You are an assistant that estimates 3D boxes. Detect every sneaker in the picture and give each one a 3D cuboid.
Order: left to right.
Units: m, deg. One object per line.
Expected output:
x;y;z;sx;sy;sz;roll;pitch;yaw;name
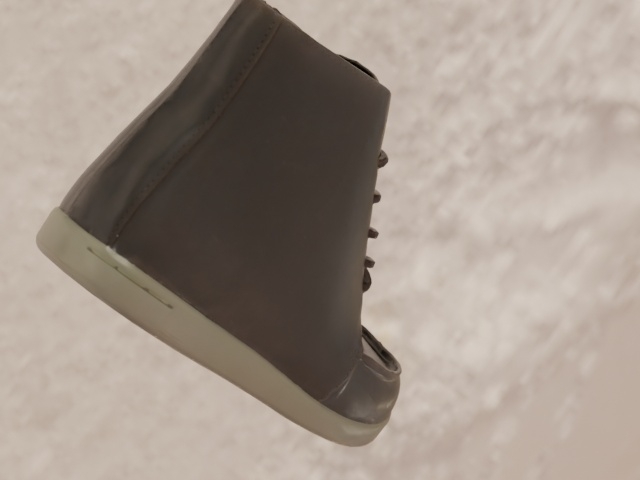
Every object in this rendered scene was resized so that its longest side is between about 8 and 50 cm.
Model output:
0.000;0.000;0.642;0.118;0.083;0.222;-53;151;0;sneaker
